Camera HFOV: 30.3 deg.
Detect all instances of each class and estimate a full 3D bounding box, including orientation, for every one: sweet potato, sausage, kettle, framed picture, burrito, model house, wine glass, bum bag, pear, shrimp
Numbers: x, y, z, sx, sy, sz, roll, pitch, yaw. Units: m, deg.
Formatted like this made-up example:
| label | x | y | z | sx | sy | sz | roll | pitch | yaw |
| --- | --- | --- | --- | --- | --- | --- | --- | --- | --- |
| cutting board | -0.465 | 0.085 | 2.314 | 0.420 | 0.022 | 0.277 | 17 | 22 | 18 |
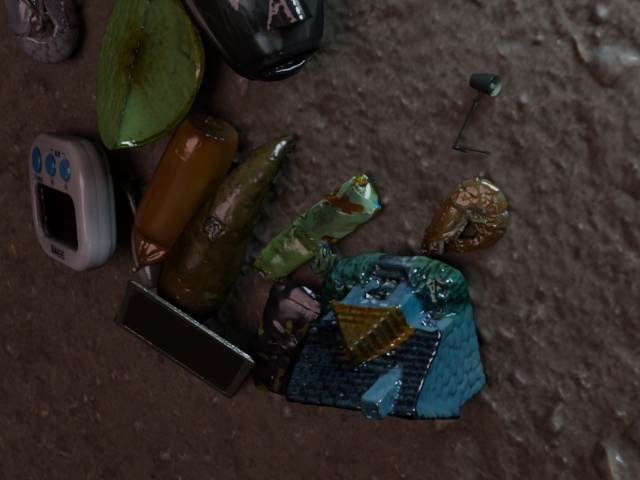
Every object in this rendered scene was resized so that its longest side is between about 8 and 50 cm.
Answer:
| label | x | y | z | sx | sy | sz | roll | pitch | yaw |
| --- | --- | --- | --- | --- | --- | --- | --- | --- | --- |
| sweet potato | -0.169 | -0.003 | 1.969 | 0.130 | 0.130 | 0.423 | 42 | 122 | 20 |
| sausage | -0.245 | -0.072 | 2.019 | 0.112 | 0.112 | 0.328 | 43 | 122 | 19 |
| kettle | -0.127 | -0.391 | 1.811 | 0.321 | 0.228 | 0.324 | -15 | 98 | 63 |
| framed picture | -0.237 | 0.171 | 2.035 | 0.252 | 0.014 | 0.197 | 34 | 150 | 0 |
| burrito | 0.000 | 0.000 | 1.899 | 0.288 | 0.054 | 0.104 | -36 | 82 | 35 |
| model house | 0.068 | 0.168 | 1.761 | 0.261 | 0.241 | 0.226 | 0 | 114 | 36 |
| wine glass | -0.319 | -0.010 | 2.121 | 0.066 | 0.066 | 0.198 | -14 | 96 | 37 |
| bum bag | -0.066 | 0.164 | 1.978 | 0.106 | 0.060 | 0.233 | 36 | 120 | 16 |
| pear | -0.295 | -0.302 | 1.988 | 0.239 | 0.139 | 0.288 | 31 | 110 | 53 |
| shrimp | 0.210 | -0.018 | 1.757 | 0.099 | 0.041 | 0.180 | 42 | 122 | 2 |
| shrimp | -0.508 | -0.484 | 2.103 | 0.145 | 0.116 | 0.343 | 1 | 109 | 35 |

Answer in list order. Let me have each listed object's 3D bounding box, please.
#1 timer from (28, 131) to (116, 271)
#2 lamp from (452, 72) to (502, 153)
| label | x | y | z | sx | sy | sz | roll | pitch | yaw |
| --- | --- | --- | --- | --- | --- | --- | --- | --- | --- |
| timer | -0.449 | -0.074 | 2.147 | 0.262 | 0.087 | 0.237 | 19 | 116 | 54 |
| lamp | 0.222 | -0.185 | 1.704 | 0.054 | 0.041 | 0.121 | 23 | 111 | 38 |
